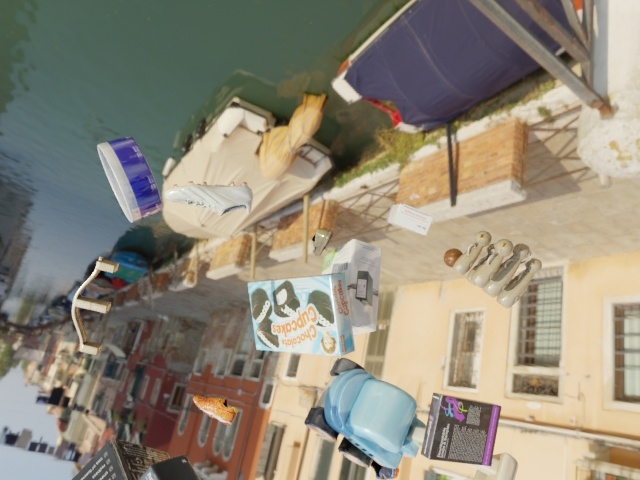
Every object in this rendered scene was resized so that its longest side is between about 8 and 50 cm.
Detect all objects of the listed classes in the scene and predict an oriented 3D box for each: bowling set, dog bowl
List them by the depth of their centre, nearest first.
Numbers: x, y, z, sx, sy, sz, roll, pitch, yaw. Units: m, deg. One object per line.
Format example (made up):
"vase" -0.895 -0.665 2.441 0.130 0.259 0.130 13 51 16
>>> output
"bowling set" 0.418 0.038 1.206 0.200 0.154 0.287 41 -173 37
"dog bowl" -0.613 -0.197 1.534 0.104 0.264 0.265 -25 176 -24

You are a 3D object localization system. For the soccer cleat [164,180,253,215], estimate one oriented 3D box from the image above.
"soccer cleat" -0.249 -0.092 1.076 0.196 0.076 0.068 -3 174 -16

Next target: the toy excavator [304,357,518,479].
"toy excavator" 0.236 0.525 1.302 0.433 0.222 0.445 42 150 -16

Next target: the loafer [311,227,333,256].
"loafer" 0.000 0.000 1.441 0.050 0.056 0.148 35 150 2

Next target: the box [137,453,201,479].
"box" -0.344 0.592 1.013 0.153 0.207 0.108 44 -169 28

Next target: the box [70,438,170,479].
"box" -0.668 1.010 1.530 0.472 0.480 0.297 41 175 43

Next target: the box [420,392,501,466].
"box" 0.268 0.357 0.900 0.162 0.116 0.029 19 170 -27

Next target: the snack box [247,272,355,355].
"snack box" -0.058 0.186 1.200 0.060 0.187 0.322 -6 177 -45

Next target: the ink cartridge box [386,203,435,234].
"ink cartridge box" 0.263 -0.062 1.405 0.104 0.060 0.180 21 -177 -2

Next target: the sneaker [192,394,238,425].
"sneaker" -0.327 0.521 1.491 0.175 0.067 0.064 13 148 31

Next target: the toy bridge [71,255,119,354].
"toy bridge" -0.429 0.119 0.894 0.063 0.188 0.026 14 -171 -5

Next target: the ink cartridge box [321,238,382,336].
"ink cartridge box" 0.087 0.160 1.509 0.115 0.272 0.198 19 154 -23

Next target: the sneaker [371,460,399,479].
"sneaker" 0.187 0.730 1.665 0.087 0.221 0.083 2 129 -42
